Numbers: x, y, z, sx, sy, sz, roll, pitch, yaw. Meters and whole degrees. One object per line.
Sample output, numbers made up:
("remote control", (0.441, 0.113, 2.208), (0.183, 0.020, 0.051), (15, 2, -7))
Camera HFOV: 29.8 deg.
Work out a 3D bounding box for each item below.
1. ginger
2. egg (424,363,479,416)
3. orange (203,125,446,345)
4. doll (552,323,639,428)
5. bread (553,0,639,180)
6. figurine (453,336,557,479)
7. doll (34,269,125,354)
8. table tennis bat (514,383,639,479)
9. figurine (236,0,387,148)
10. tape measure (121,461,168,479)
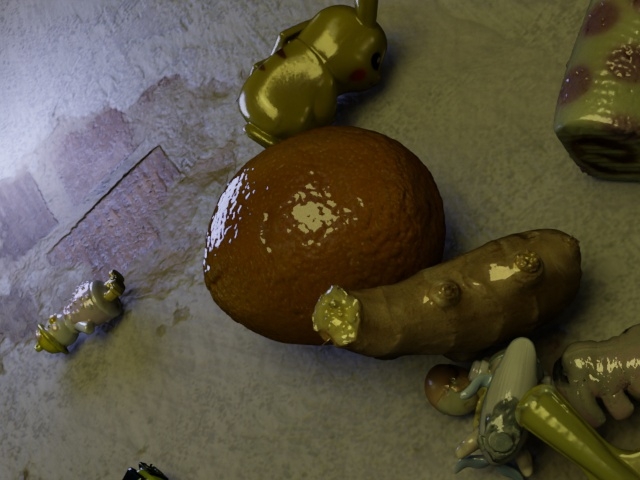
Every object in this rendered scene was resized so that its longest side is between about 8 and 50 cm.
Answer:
("ginger", (0.170, 0.080, 1.617), (0.376, 0.236, 0.166), (-4, 81, -4))
("egg", (0.181, 0.207, 1.678), (0.071, 0.071, 0.083), (-53, 33, -2))
("orange", (0.000, 0.000, 1.735), (0.357, 0.322, 0.322), (-22, 56, 27))
("doll", (0.394, 0.160, 1.544), (0.192, 0.095, 0.149), (-14, 33, 11))
("bread", (0.443, -0.262, 1.686), (0.155, 0.187, 0.338), (10, 73, 33))
("figurine", (0.244, 0.224, 1.584), (0.129, 0.184, 0.208), (15, 109, 8))
("doll", (-0.417, 0.130, 2.085), (0.207, 0.081, 0.129), (-38, 33, 13))
("table tennis bat", (0.382, 0.307, 1.425), (0.369, 0.054, 0.224), (40, 92, 18))
("figurine", (-0.004, -0.285, 1.996), (0.327, 0.218, 0.169), (-42, 92, -2))
("tape measure", (-0.253, 0.449, 1.798), (0.186, 0.112, 0.199), (27, 83, 36))
